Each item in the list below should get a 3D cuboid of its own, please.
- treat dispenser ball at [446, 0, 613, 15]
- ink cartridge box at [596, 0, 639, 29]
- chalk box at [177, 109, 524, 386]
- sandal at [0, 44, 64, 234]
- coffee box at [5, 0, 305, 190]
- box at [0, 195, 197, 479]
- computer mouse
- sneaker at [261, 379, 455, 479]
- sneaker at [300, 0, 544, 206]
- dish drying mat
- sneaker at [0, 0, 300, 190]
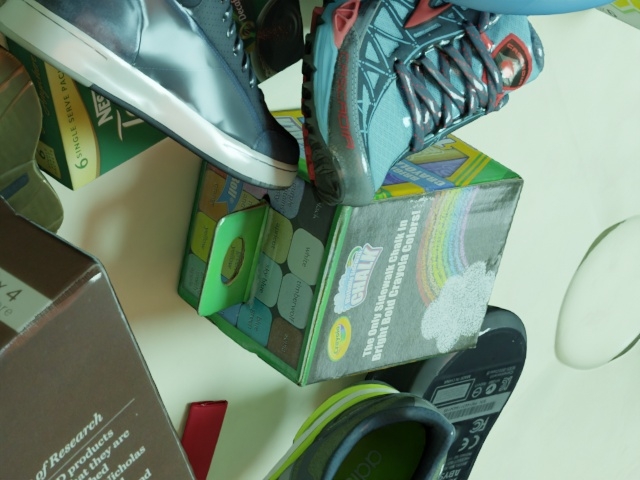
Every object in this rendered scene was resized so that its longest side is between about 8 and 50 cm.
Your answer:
[{"bbox_3d":[0.117,-0.267,1.072,0.288,0.288,0.288,-26,132,-33],"label":"treat dispenser ball"},{"bbox_3d":[0.235,-0.192,1.389,0.062,0.109,0.209,-51,141,-7],"label":"ink cartridge box"},{"bbox_3d":[0.000,0.000,1.257,0.213,0.132,0.132,-7,121,-42],"label":"chalk box"},{"bbox_3d":[-0.189,-0.048,1.098,0.072,0.049,0.180,-36,152,-16],"label":"sandal"},{"bbox_3d":[-0.092,-0.118,1.150,0.184,0.040,0.113,-31,134,-29],"label":"coffee box"},{"bbox_3d":[-0.173,0.138,1.102,0.143,0.191,0.381,-43,141,-25],"label":"box"},{"bbox_3d":[0.059,0.146,1.472,0.188,0.072,0.272,-3,128,-43],"label":"computer mouse"},{"bbox_3d":[-0.019,0.207,1.287,0.300,0.111,0.121,-54,-174,-19],"label":"sneaker"},{"bbox_3d":[0.068,-0.116,1.176,0.262,0.125,0.104,-65,156,-44],"label":"sneaker"},{"bbox_3d":[-0.087,0.148,1.361,0.032,0.008,0.083,-4,118,-44],"label":"dish drying mat"},{"bbox_3d":[-0.052,-0.131,1.084,0.226,0.086,0.163,33,89,-48],"label":"sneaker"}]
